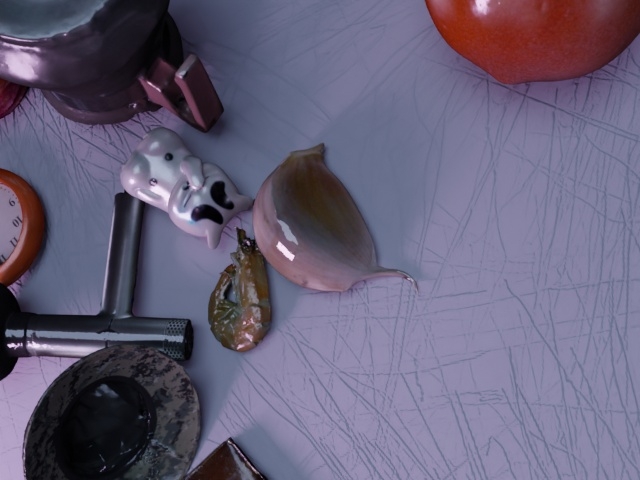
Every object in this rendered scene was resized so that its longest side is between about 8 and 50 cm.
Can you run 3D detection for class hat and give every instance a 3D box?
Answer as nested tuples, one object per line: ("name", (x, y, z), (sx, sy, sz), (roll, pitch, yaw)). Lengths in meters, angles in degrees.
("hat", (-0.299, 0.248, 1.283), (0.128, 0.265, 0.266), (26, 83, 52))

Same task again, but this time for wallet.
("wallet", (-0.091, 0.385, 1.256), (0.122, 0.031, 0.232), (-43, 68, 5))

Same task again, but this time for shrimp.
("shrimp", (-0.114, 0.069, 1.341), (0.099, 0.041, 0.180), (-9, 75, 27))

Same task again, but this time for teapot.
("teapot", (-0.303, -0.299, 1.309), (0.376, 0.362, 0.306), (35, 83, 8))

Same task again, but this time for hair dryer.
("hair dryer", (-0.349, 0.065, 1.388), (0.320, 0.156, 0.284), (-6, 54, 0))

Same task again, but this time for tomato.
("tomato", (0.285, -0.355, 1.214), (0.321, 0.321, 0.322), (-3, 76, 14))

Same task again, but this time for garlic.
("garlic", (0.000, 0.005, 1.303), (0.148, 0.128, 0.267), (-38, 81, 15))

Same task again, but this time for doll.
("doll", (-0.198, -0.079, 1.353), (0.180, 0.107, 0.110), (35, 83, 15))

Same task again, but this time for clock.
("clock", (-0.519, -0.014, 1.452), (0.205, 0.051, 0.205), (-3, 75, 12))

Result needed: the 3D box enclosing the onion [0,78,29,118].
("onion", (-0.568, -0.319, 1.451), (0.272, 0.230, 0.256), (-24, 72, 0))
